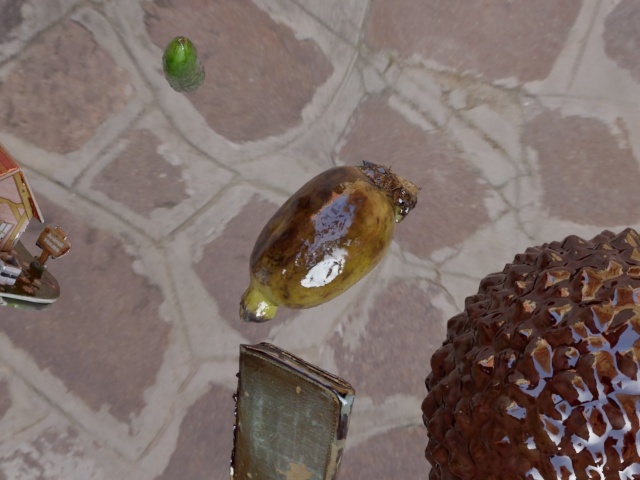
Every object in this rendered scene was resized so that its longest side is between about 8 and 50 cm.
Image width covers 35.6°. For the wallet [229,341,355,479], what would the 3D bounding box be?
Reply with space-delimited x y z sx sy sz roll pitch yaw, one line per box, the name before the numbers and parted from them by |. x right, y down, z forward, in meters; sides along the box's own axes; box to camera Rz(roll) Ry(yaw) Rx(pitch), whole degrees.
wallet | -0.033 0.206 0.963 0.122 0.031 0.232 25 126 26

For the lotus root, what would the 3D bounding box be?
lotus root | 0.000 0.000 1.375 0.314 0.169 0.141 -43 113 -1

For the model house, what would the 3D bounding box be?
model house | -0.414 -0.067 1.207 0.294 0.207 0.154 43 106 33

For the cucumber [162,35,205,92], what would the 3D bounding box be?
cucumber | -0.187 -0.234 1.365 0.056 0.250 0.056 0 89 -2

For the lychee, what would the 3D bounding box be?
lychee | 0.200 0.129 0.693 0.264 0.300 0.264 2 133 2
